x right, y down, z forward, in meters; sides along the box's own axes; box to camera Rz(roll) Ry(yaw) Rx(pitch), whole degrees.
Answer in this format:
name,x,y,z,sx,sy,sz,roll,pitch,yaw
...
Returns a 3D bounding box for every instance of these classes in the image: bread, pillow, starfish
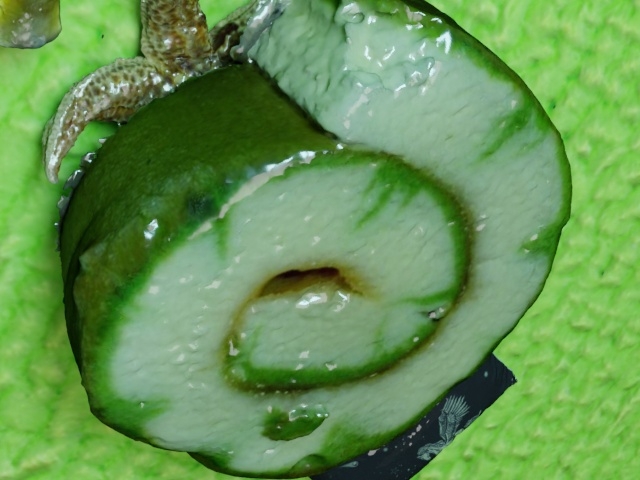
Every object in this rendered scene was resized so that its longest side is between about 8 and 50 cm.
name,x,y,z,sx,sy,sz,roll,pitch,yaw
bread,0.000,0.000,0.828,0.366,0.129,0.381,-6,126,-26
pillow,0.072,0.158,1.064,0.208,0.055,0.141,-42,123,0
starfish,-0.082,-0.102,0.820,0.236,0.062,0.277,-10,125,-25

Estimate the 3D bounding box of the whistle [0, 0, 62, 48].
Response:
name,x,y,z,sx,sy,sz,roll,pitch,yaw
whistle,-0.163,-0.264,0.650,0.068,0.057,0.326,6,124,-12
